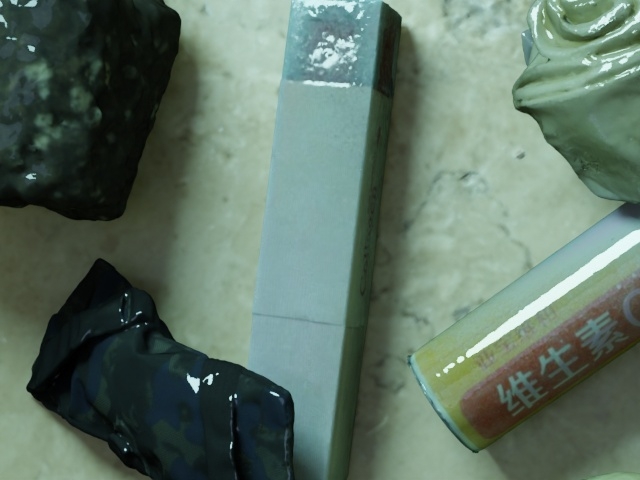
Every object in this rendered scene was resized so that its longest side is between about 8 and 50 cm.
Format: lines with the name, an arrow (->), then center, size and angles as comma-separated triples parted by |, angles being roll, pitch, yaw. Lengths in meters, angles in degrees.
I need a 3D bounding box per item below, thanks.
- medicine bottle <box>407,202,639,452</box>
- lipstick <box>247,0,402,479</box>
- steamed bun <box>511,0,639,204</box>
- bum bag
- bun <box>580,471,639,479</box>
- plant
medicine bottle -> 0.262, 0.003, 1.315 | 0.426, 0.108, 0.108 | -37, 78, 10
lipstick -> 0.000, 0.000, 1.388 | 0.080, 0.076, 0.371 | 6, 88, 14
steamed bun -> 0.218, -0.145, 1.273 | 0.211, 0.144, 0.218 | 21, 82, 49
bum bag -> -0.120, 0.123, 1.372 | 0.310, 0.074, 0.137 | 31, 110, 36
bun -> 0.230, 0.276, 1.293 | 0.222, 0.127, 0.222 | 4, 95, 42
plant -> -0.228, -0.176, 1.392 | 0.215, 0.213, 0.312 | 4, 84, 18
